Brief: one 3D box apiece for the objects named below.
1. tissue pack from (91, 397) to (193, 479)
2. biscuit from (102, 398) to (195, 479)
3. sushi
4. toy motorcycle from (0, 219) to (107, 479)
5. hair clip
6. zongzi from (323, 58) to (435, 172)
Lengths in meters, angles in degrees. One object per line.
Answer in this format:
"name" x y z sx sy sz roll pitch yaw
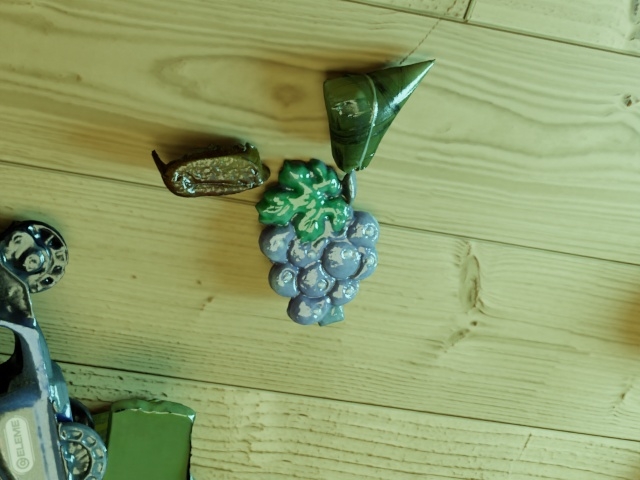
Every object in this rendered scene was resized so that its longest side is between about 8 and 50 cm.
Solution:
"tissue pack" -0.276 0.292 1.913 0.257 0.081 0.185 -15 126 5
"biscuit" -0.197 0.298 1.855 0.099 0.038 0.322 6 125 -7
"sushi" -0.104 -0.069 1.671 0.120 0.055 0.052 -9 118 -13
"toy motorcycle" -0.341 0.147 1.731 0.213 0.125 0.358 -11 108 -13
"hair clip" -0.001 -0.001 1.747 0.124 0.052 0.195 -16 120 -6
"zongzi" 0.062 -0.122 1.655 0.113 0.052 0.104 -17 137 -9
